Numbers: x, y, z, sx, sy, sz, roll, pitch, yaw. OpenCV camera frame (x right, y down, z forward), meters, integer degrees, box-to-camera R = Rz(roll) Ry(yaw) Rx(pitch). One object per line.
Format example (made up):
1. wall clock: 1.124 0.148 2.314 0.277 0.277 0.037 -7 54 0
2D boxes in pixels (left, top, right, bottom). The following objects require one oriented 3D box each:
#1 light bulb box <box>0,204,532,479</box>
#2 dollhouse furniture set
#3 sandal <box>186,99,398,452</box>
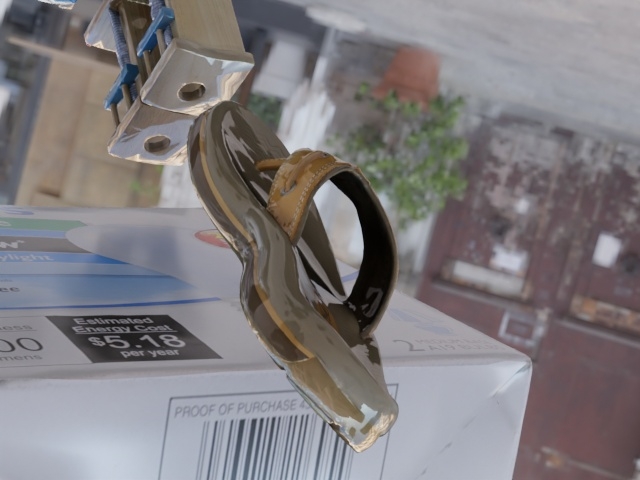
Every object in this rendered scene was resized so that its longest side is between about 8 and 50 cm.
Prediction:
1. light bulb box: -0.133 0.120 0.793 0.358 0.225 0.361 1 -165 -34
2. dollhouse furniture set: -0.171 -0.153 0.963 0.184 0.129 0.129 7 -129 -33
3. sandal: 0.000 0.000 0.430 0.072 0.049 0.180 46 -170 -29
